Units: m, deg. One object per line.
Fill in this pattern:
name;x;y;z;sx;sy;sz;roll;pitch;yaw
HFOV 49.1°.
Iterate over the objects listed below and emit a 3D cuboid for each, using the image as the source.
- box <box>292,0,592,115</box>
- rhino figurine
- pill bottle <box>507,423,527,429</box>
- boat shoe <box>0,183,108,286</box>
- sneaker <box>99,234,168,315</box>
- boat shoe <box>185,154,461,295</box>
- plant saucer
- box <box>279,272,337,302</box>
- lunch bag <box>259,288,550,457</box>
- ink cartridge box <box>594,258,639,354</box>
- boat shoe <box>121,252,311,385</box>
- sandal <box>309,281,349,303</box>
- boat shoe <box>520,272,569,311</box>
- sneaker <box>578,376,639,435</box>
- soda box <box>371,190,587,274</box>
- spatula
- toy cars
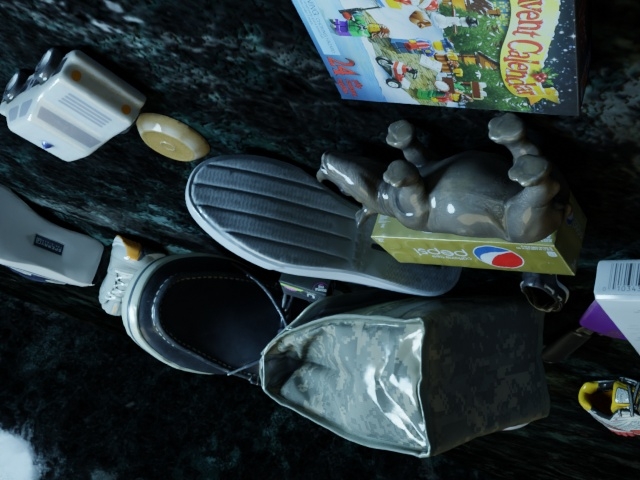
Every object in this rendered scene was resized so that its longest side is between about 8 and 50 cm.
box;0.052;-0.153;0.361;0.159;0.044;0.233;10;159;26
rhino figurine;0.090;-0.044;0.584;0.243;0.073;0.106;5;154;39
pill bottle;0.260;0.250;1.148;0.124;0.124;0.221;21;161;-3
boat shoe;-0.556;-0.002;1.238;0.158;0.127;0.340;-4;152;34
sneaker;-0.346;0.075;1.261;0.099;0.121;0.262;22;161;-10
boat shoe;0.000;0.000;0.745;0.302;0.109;0.094;21;163;-12
plant saucer;-0.159;-0.106;0.745;0.083;0.015;0.083;17;161;6
box;-0.007;0.029;0.860;0.062;0.083;0.052;16;161;10
lunch bag;0.092;0.143;0.853;0.235;0.169;0.287;-1;177;-42
ink cartridge box;0.400;0.081;0.648;0.223;0.045;0.224;-3;149;39
boat shoe;-0.077;0.145;1.106;0.156;0.187;0.500;1;160;46
sandal;-0.008;0.069;1.038;0.067;0.040;0.179;9;158;29
boat shoe;0.242;0.056;0.762;0.046;0.038;0.125;10;159;25
sneaker;0.459;0.239;0.981;0.092;0.088;0.225;28;159;-20
soda box;0.141;-0.011;0.644;0.181;0.058;0.061;4;156;39
spatula;0.327;0.113;0.849;0.084;0.030;0.296;16;161;3
toy cars;-0.359;-0.145;0.720;0.393;0.087;0.176;16;161;11
